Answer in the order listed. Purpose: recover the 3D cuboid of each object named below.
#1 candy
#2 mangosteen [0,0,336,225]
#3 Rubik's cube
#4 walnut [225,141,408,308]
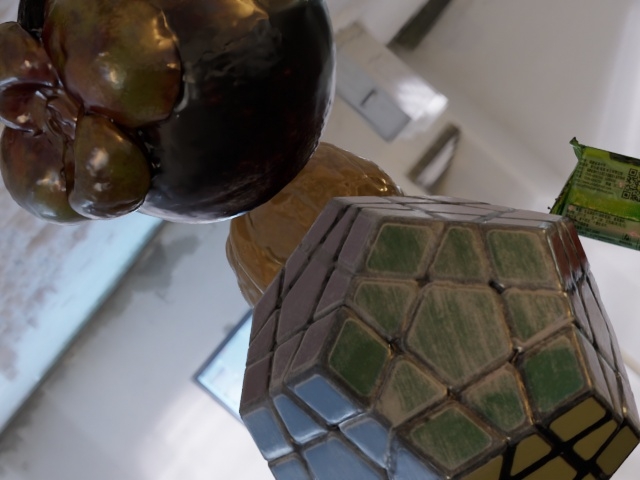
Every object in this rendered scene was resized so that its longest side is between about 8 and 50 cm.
[{"bbox_3d":[0.309,-0.031,1.092,0.032,0.178,0.102,42,65,-71],"label":"candy"},{"bbox_3d":[-0.089,-0.103,0.665,0.210,0.210,0.210,-49,179,-1],"label":"mangosteen"},{"bbox_3d":[0.093,0.104,0.908,0.264,0.319,0.319,-42,174,-40],"label":"Rubik's cube"},{"bbox_3d":[0.000,0.000,1.699,0.296,0.285,0.285,-56,175,40],"label":"walnut"}]
